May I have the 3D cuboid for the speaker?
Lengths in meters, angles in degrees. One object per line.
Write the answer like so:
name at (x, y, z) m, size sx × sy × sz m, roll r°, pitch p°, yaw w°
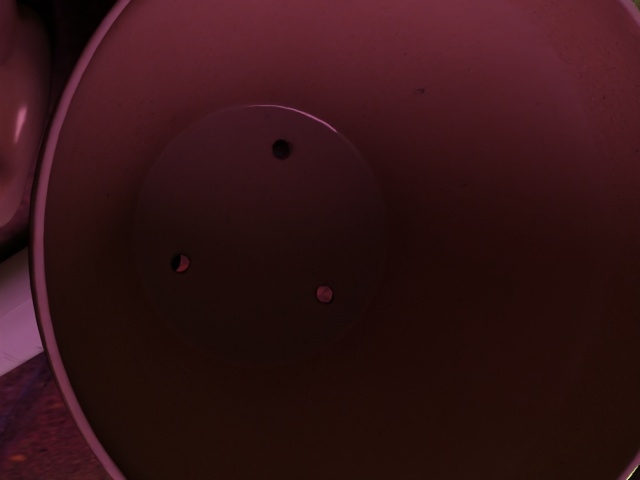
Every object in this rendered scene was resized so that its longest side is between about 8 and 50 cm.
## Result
speaker at (-0.144, 0.026, 0.785) m, size 0.136 × 0.055 × 0.055 m, roll -30°, pitch 148°, yaw 20°

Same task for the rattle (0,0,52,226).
rattle at (-0.179, -0.088, 0.607) m, size 0.130 × 0.142 × 0.200 m, roll -35°, pitch 148°, yaw -42°

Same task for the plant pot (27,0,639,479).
plant pot at (0.000, 0.000, 0.656) m, size 0.284 × 0.284 × 0.191 m, roll -7°, pitch -178°, yaw -19°

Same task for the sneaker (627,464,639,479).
sneaker at (0.155, 0.159, 1.019) m, size 0.482 × 0.202 × 0.185 m, roll -27°, pitch 148°, yaw 15°
